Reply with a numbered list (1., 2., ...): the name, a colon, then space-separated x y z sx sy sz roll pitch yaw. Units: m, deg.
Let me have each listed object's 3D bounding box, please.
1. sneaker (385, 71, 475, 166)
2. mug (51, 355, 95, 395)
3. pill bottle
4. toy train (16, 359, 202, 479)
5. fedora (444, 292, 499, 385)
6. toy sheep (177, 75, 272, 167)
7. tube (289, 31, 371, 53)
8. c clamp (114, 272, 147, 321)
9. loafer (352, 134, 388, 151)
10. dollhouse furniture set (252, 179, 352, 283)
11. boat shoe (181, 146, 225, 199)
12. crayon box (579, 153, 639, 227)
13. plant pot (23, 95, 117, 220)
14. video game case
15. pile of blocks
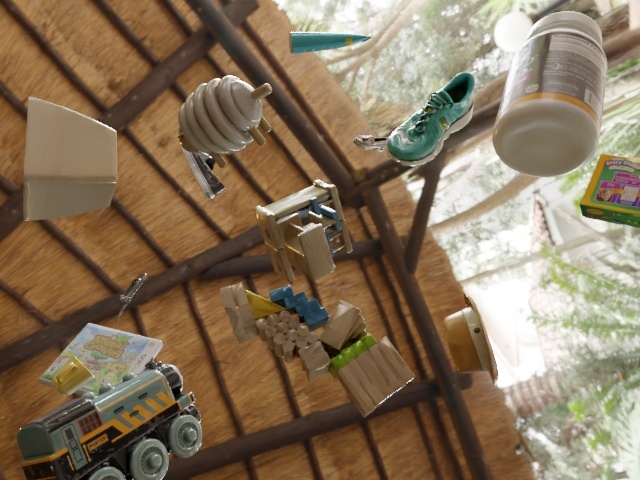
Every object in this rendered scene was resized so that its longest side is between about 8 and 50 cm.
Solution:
1. sneaker: 0.232 -0.260 1.092 0.107 0.110 0.275 35 -116 20
2. mug: -0.495 0.267 1.025 0.064 0.062 0.078 -43 -46 -26
3. pill bottle: 0.400 -0.257 0.895 0.162 0.162 0.278 45 -127 -32
4. toy train: -0.353 0.343 0.919 0.334 0.142 0.190 -22 -89 -57
5. fedora: 0.301 0.207 1.068 0.194 0.079 0.194 -18 -90 -81
6. toy sheep: -0.106 -0.136 0.578 0.091 0.132 0.091 48 -153 -34
7. tube: 0.023 -0.519 1.352 0.080 0.207 0.052 -120 25 -70
8. c clamp: -0.504 0.139 1.364 0.022 0.161 0.137 37 -103 -19
9. loafer: 0.138 -0.272 1.418 0.125 0.039 0.045 -2 -134 -48
10. dollhouse furniture set: 0.000 0.000 0.827 0.184 0.130 0.128 29 141 58
11. boat shoe: -0.344 -0.222 1.540 0.228 0.076 0.080 59 174 32
12. crayon box: 0.849 -0.119 1.350 0.081 0.279 0.165 40 -107 -49
13. plant pot: -0.299 -0.091 0.625 0.096 0.109 0.108 2 -115 -28
14. video game case: -0.527 0.294 1.265 0.193 0.213 0.023 -66 -16 -52
15. pile of blocks: -0.012 0.178 0.934 0.362 0.112 0.148 29 -114 12
